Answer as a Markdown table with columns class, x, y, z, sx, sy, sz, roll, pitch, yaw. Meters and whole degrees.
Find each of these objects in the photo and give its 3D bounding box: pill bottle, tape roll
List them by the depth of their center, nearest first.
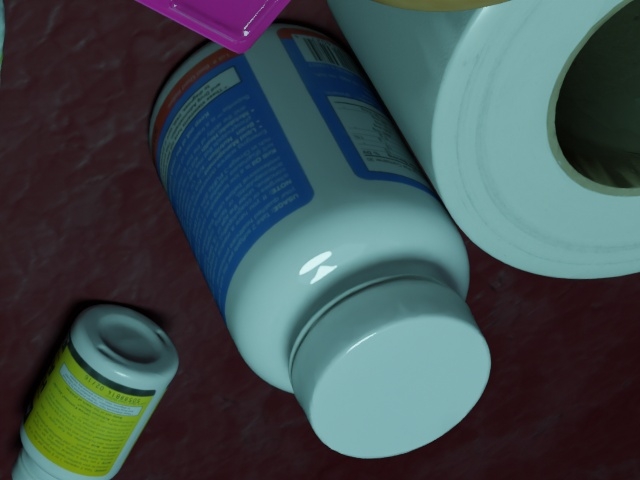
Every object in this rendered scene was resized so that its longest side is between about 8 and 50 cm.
| class | x | y | z | sx | sy | sz | roll | pitch | yaw |
| --- | --- | --- | --- | --- | --- | --- | --- | --- | --- |
| tape roll | 0.138 | -0.125 | 0.989 | 0.246 | 0.169 | 0.246 | -12 | 133 | -14 |
| pill bottle | 0.000 | 0.000 | 0.998 | 0.124 | 0.221 | 0.124 | -13 | 134 | -14 |
| pill bottle | -0.132 | 0.098 | 1.137 | 0.065 | 0.065 | 0.116 | 11 | 123 | -32 |

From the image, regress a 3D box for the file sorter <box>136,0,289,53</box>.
| class | x | y | z | sx | sy | sz | roll | pitch | yaw |
| --- | --- | --- | --- | --- | --- | --- | --- | --- | --- |
| file sorter | -0.039 | -0.265 | 0.770 | 0.202 | 0.182 | 0.291 | 25 | 117 | -40 |

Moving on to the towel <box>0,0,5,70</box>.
| class | x | y | z | sx | sy | sz | roll | pitch | yaw |
| --- | --- | --- | --- | --- | --- | --- | --- | --- | --- |
| towel | -0.317 | -0.020 | 0.934 | 0.320 | 0.090 | 0.374 | -7 | 132 | -24 |

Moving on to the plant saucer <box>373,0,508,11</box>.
| class | x | y | z | sx | sy | sz | roll | pitch | yaw |
| --- | --- | --- | --- | --- | --- | --- | --- | --- | --- |
| plant saucer | 0.059 | -0.198 | 0.864 | 0.200 | 0.200 | 0.037 | -38 | 155 | 11 |
